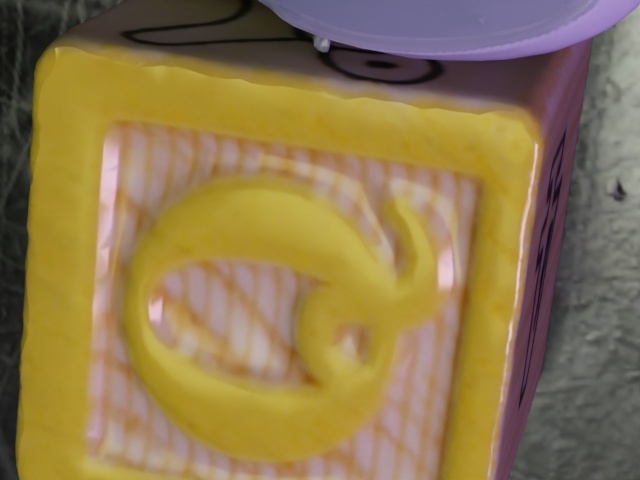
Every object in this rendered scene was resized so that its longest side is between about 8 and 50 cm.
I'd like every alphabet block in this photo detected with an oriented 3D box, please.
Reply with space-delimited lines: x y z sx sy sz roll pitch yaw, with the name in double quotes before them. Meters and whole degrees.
"alphabet block" 0.000 0.000 0.764 0.192 0.197 0.193 8 110 12

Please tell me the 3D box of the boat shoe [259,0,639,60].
"boat shoe" -0.010 -0.148 0.722 0.367 0.156 0.136 16 101 34
